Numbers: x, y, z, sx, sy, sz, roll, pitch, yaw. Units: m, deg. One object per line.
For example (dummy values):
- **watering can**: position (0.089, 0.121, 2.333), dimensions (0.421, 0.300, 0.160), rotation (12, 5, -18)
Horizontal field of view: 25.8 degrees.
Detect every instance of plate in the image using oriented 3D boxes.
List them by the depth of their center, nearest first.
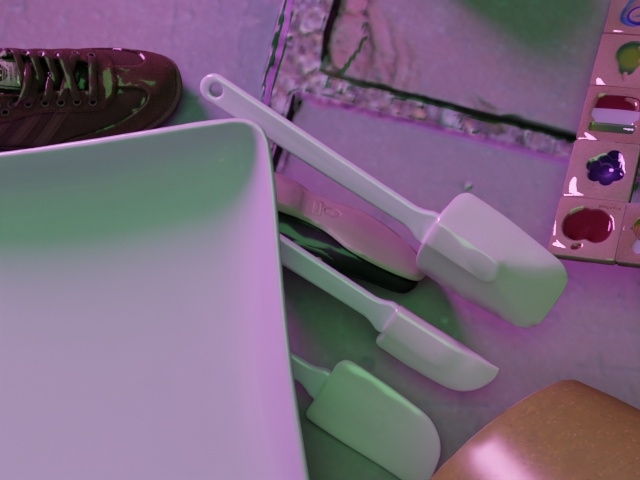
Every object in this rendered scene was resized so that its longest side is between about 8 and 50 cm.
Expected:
- **plate**: position (-0.146, 0.082, 0.811), dimensions (0.277, 0.045, 0.278), rotation (-7, 90, 10)

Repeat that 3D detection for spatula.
- **spatula**: position (0.003, 0.017, 0.819), dimensions (0.242, 0.019, 0.168), rotation (34, 110, 5)

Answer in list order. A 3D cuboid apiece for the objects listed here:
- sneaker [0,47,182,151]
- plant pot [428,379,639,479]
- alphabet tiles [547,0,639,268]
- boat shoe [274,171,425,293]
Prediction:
- **sneaker**: position (-0.182, -0.088, 0.862), dimensions (0.188, 0.071, 0.066), rotation (-8, 78, 3)
- **plant pot**: position (0.178, 0.221, 0.695), dimensions (0.275, 0.275, 0.293), rotation (-41, 65, -5)
- **alphabet tiles**: position (0.267, -0.062, 0.798), dimensions (0.237, 0.009, 0.198), rotation (8, 63, 22)
- **boat shoe**: position (0.000, -0.001, 0.848), dimensions (0.133, 0.049, 0.042), rotation (25, 116, 0)
